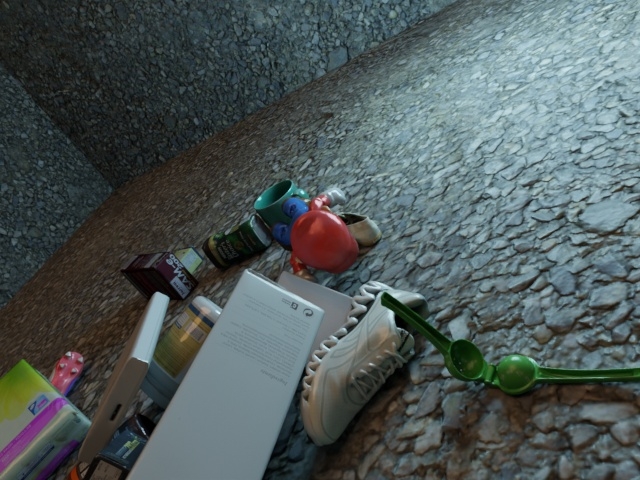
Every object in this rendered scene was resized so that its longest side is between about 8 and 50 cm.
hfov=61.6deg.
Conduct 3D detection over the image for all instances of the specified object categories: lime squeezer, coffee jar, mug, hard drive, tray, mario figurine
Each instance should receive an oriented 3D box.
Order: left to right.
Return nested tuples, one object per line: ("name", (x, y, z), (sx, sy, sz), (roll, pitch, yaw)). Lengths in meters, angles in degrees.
("hard drive", (-0.357, 0.238, 1.004), (0.203, 0.040, 0.307), (-60, 15, 8))
("coffee jar", (-0.233, 0.007, 1.476), (0.184, 0.096, 0.079), (-25, 25, 23))
("mug", (-0.099, -0.087, 1.467), (0.129, 0.097, 0.158), (-39, 26, -7))
("tray", (-0.026, 0.150, 1.008), (0.270, 0.030, 0.145), (15, 85, 58))
("mario figurine", (0.000, 0.000, 1.163), (0.170, 0.198, 0.320), (-13, 17, -15))
("lime squeezer", (0.227, 0.145, 0.685), (0.310, 0.110, 0.059), (15, 31, 22))

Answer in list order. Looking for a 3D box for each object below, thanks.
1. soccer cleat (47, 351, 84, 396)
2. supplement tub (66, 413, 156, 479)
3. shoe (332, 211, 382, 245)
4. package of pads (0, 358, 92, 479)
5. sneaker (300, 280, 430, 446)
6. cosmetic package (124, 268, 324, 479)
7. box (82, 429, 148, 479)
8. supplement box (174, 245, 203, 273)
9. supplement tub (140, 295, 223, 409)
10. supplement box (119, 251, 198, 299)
("soccer cleat", (-0.716, 0.411, 1.431), (0.095, 0.083, 0.248), (-55, 10, 50))
("supplement tub", (-0.369, 0.412, 0.950), (0.198, 0.106, 0.106), (-42, 26, -11))
("shoe", (0.064, -0.041, 1.233), (0.076, 0.058, 0.219), (-43, 27, -15))
("package of pads", (-0.694, 0.438, 1.233), (0.296, 0.101, 0.229), (19, 57, 39))
("sneaker", (0.070, 0.178, 0.816), (0.118, 0.110, 0.292), (2, 45, 40))
("cosmetic package", (-0.146, 0.260, 0.786), (0.217, 0.156, 0.385), (-59, 4, 42))
("box", (-0.347, 0.418, 0.804), (0.233, 0.059, 0.183), (-63, 2, -11))
("supplement box", (-0.421, 0.069, 1.646), (0.083, 0.056, 0.083), (-10, 36, 43))
("supplement tub", (-0.245, 0.225, 1.049), (0.200, 0.144, 0.144), (-52, 28, -9))
("supplement box", (-0.476, 0.105, 1.570), (0.239, 0.130, 0.073), (-4, 39, 46))
